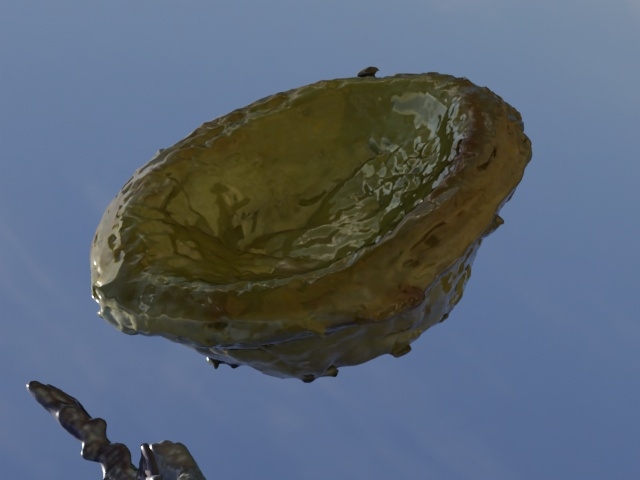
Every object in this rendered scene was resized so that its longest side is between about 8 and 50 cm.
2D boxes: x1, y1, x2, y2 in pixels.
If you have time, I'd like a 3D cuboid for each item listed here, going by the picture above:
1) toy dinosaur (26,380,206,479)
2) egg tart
[{"bbox_3d":[-0.016,0.113,0.463,0.209,0.039,0.082,51,179,17],"label":"toy dinosaur"},{"bbox_3d":[0.000,0.000,1.215,0.315,0.315,0.120,-114,2,-62],"label":"egg tart"}]
